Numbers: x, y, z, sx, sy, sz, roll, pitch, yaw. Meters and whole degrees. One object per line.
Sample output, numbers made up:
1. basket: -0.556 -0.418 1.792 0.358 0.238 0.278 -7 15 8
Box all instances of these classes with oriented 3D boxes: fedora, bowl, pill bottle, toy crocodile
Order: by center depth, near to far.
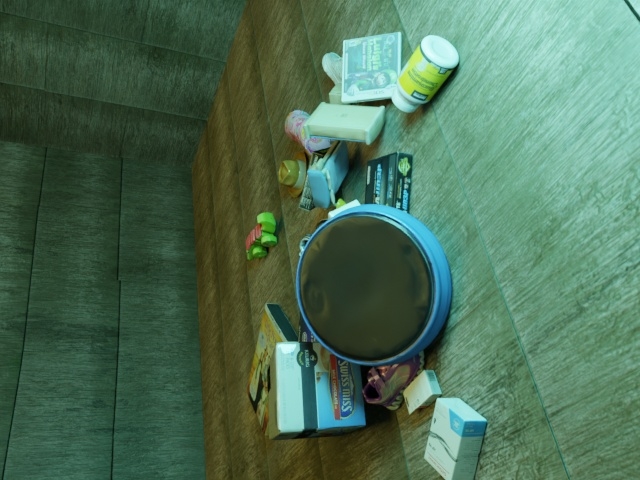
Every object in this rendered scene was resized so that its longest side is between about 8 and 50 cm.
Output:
1. bowl: 0.114 0.108 1.408 0.390 0.077 0.392 1 92 27
2. pill bottle: 0.253 -0.406 1.462 0.184 0.103 0.103 127 142 -50
3. fedora: -0.115 -0.262 2.305 0.194 0.079 0.195 -174 90 -66
4. toy crocodile: -0.266 -0.011 2.561 0.340 0.105 0.115 135 136 -56

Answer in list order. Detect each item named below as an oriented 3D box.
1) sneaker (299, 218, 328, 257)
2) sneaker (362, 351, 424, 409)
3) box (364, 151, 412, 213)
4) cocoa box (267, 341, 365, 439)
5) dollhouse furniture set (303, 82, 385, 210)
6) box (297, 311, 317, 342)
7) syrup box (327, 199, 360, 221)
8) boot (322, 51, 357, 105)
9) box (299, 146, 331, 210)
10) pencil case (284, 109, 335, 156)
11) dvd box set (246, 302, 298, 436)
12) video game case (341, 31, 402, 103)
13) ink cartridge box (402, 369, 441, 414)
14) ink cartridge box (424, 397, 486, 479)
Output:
1. sneaker: 0.000 0.000 1.883 0.269 0.153 0.101 -122 44 -56
2. sneaker: 0.175 0.331 1.469 0.095 0.104 0.237 -114 38 -51
3. box: 0.182 -0.121 1.623 0.175 0.051 0.221 178 97 -67
4. cocoa box: -0.024 0.429 1.661 0.347 0.227 0.232 112 156 -66
5. dollhouse furniture set: 0.106 -0.270 1.793 0.286 0.198 0.304 -58 -31 -41
6. box: 0.012 0.222 1.877 0.184 0.103 0.262 -179 94 -69
7. syrup box: 0.075 -0.002 1.667 0.096 0.093 0.237 58 163 22
8. boot: 0.091 -0.561 1.910 0.123 0.095 0.258 -56 44 37
9. box: 0.001 -0.206 1.938 0.184 0.045 0.191 -37 -36 -67
10. pencil case: -0.040 -0.385 2.120 0.284 0.124 0.124 -127 48 -59
11. dvd box set: -0.193 0.503 2.325 0.307 0.062 0.421 -132 52 -59
12. video game case: 0.146 -0.493 1.690 0.022 0.173 0.191 24 -114 -67
13. ink cartridge box: 0.240 0.362 1.404 0.115 0.029 0.063 119 147 -44
14. ink cartridge box: 0.280 0.440 1.252 0.104 0.060 0.180 -151 69 -64
